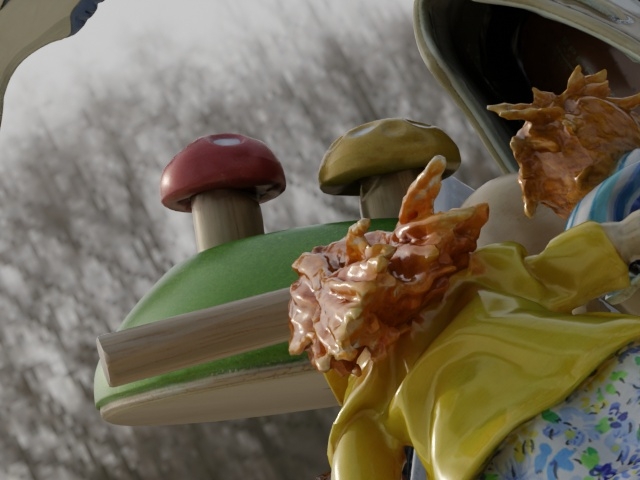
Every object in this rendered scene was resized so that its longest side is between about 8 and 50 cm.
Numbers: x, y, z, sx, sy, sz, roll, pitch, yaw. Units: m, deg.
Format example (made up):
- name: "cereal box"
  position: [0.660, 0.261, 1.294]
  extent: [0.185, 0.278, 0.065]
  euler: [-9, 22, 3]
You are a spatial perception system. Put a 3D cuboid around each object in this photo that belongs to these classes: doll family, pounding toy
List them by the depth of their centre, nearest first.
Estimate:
- name: "doll family"
  position: [0.087, 0.017, 0.442]
  extent: [0.263, 0.118, 0.163]
  euler: [-29, 34, -22]
- name: "pounding toy"
  position: [0.000, 0.000, 0.658]
  extent: [0.182, 0.110, 0.237]
  euler: [-8, -10, -6]

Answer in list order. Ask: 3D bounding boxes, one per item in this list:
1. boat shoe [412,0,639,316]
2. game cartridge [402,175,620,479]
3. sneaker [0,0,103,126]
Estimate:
- name: "boat shoe"
  position: [0.141, -0.006, 0.677]
  extent: [0.103, 0.302, 0.113]
  euler: [-1, -52, -42]
- name: "game cartridge"
  position: [0.124, 0.122, 1.145]
  extent: [0.198, 0.297, 0.062]
  euler: [26, -34, -28]
- name: "sneaker"
  position: [-0.222, -0.110, 0.942]
  extent: [0.131, 0.112, 0.296]
  euler: [28, -77, -36]
